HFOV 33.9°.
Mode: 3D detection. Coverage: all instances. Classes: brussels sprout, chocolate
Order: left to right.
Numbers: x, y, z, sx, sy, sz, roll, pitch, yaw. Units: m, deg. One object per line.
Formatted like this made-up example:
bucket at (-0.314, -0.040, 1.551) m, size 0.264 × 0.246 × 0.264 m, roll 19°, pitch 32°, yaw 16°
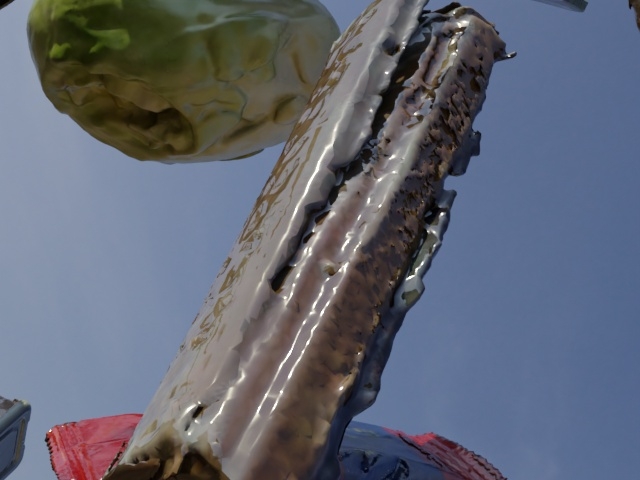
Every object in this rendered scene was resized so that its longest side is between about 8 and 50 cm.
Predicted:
brussels sprout at (-0.150, -0.204, 1.152) m, size 0.344 × 0.344 × 0.268 m, roll 37°, pitch -52°, yaw 28°
chocolate at (-0.001, -0.005, 0.442) m, size 0.102 × 0.329 × 0.065 m, roll -14°, pitch -55°, yaw 36°

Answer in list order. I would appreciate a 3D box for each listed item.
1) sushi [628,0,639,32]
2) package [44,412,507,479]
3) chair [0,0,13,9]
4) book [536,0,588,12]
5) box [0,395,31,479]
sushi at (0.346, -0.239, 0.969) m, size 0.241 × 0.107 × 0.161 m, roll 34°, pitch -14°, yaw -7°
package at (-0.021, 0.098, 0.480) m, size 0.083 × 0.200 × 0.022 m, roll -155°, pitch -110°, yaw -69°
chair at (-0.354, -0.206, 0.898) m, size 0.172 × 0.159 × 0.247 m, roll -18°, pitch -47°, yaw 37°
book at (0.254, -0.397, 1.550) m, size 0.201 × 0.289 × 0.026 m, roll 27°, pitch -77°, yaw 32°
box at (-0.307, 0.181, 0.885) m, size 0.062 × 0.122 × 0.089 m, roll 30°, pitch -53°, yaw 12°
